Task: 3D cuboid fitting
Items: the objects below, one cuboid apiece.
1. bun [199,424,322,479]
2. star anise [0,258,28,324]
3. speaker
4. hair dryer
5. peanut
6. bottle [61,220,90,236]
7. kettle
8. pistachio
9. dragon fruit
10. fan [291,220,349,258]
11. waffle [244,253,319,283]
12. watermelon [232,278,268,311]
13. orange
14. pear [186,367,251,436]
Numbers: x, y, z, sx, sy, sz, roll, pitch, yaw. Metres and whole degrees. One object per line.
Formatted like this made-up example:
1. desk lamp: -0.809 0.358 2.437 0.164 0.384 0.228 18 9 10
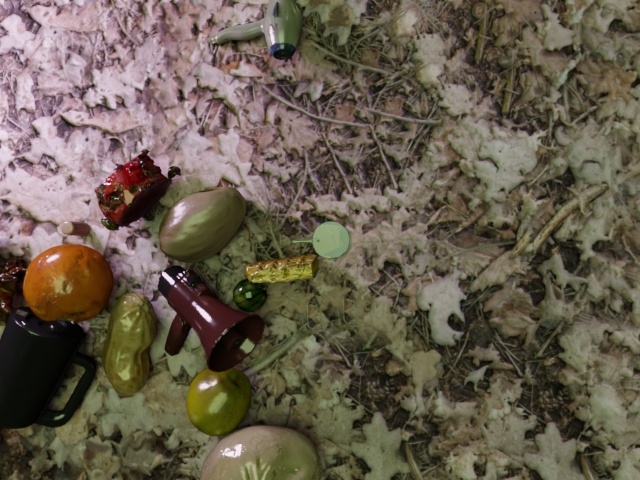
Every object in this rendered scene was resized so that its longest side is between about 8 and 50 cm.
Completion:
1. bun: -0.168 0.671 1.440 0.362 0.234 0.326 -36 104 6
2. star anise: -0.955 0.140 1.594 0.111 0.196 0.212 16 123 -25
3. speaker: -0.336 0.238 1.538 0.330 0.259 0.198 32 47 32
4. hair dryer: -0.175 -0.702 1.595 0.298 0.119 0.295 16 83 18
5. peanut: -0.561 0.304 1.561 0.147 0.147 0.305 14 93 5
6. bottle: -0.743 -0.035 1.606 0.045 0.096 0.045 0 89 5
7. kettle: -0.840 0.381 1.577 0.203 0.262 0.307 29 94 40
8. pistachio: -0.342 -0.044 1.545 0.288 0.166 0.197 -32 109 -1
9. dragon fruit: -0.555 -0.158 1.553 0.147 0.211 0.282 41 65 -1
10. fan: 0.000 0.000 1.589 0.176 0.005 0.113 -3 88 3
11. waffle: -0.116 0.082 1.522 0.211 0.160 0.055 -6 97 8
12. watermelon: -0.202 0.158 1.556 0.109 0.109 0.108 0 88 5
13. orange: -0.720 0.125 1.528 0.240 0.240 0.239 0 88 5
14. pear: -0.293 0.454 1.508 0.198 0.198 0.198 0 88 5
